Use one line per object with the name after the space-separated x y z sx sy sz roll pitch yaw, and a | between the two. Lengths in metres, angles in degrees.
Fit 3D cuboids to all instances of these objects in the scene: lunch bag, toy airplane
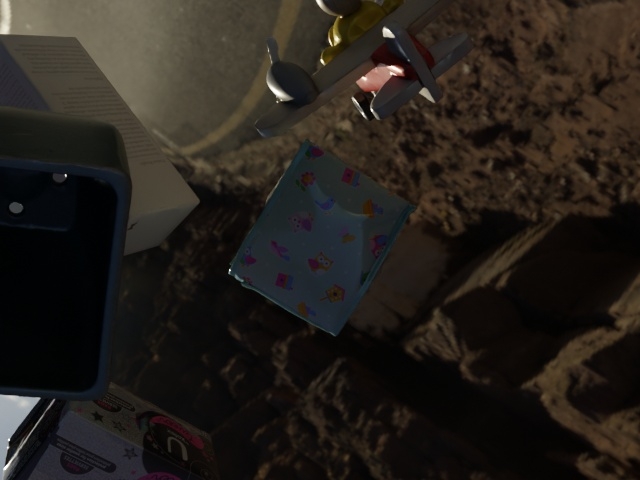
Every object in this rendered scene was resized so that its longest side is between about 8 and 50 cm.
0.000 0.000 1.388 0.223 0.262 0.160 31 -176 -1 | lunch bag
0.087 -0.346 1.431 0.384 0.386 0.272 -25 108 44 | toy airplane

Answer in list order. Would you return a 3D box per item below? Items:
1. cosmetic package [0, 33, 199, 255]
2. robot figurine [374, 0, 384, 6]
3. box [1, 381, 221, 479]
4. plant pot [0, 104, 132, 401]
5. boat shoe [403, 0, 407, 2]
-0.476 -0.189 1.676 0.453 0.161 0.230 52 -153 9 | cosmetic package
0.170 -0.676 1.843 0.299 0.354 0.200 22 -157 -2 | robot figurine
-0.284 0.310 1.165 0.247 0.163 0.142 35 -171 -25 | box
-0.320 -0.020 0.844 0.247 0.247 0.252 6 -154 -13 | plant pot
0.200 -0.714 1.632 0.186 0.501 0.156 8 -161 13 | boat shoe
